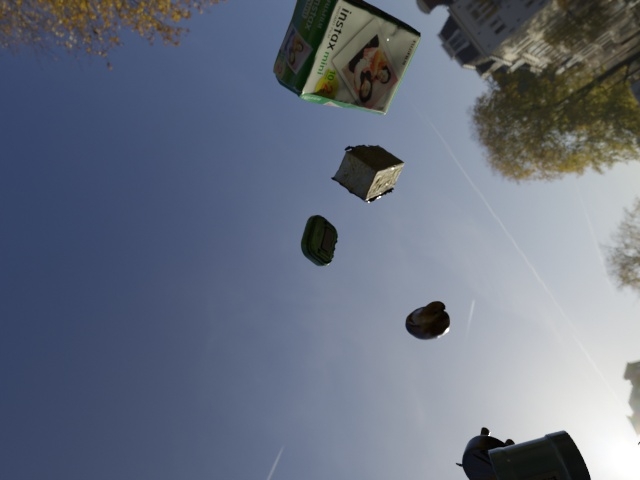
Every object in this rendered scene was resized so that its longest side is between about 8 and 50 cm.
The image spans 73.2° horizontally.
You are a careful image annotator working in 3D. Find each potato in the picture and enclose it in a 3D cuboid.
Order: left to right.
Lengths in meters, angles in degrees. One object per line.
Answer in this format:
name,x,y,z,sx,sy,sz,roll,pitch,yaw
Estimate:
potato,0.083,-0.117,0.716,0.086,0.061,0.122,40,-145,19

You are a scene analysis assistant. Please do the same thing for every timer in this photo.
timer,0.000,0.000,1.277,0.128,0.047,0.140,40,-125,-41

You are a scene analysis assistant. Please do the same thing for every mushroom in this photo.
mushroom,0.280,0.212,1.135,0.127,0.127,0.087,-32,-77,-50

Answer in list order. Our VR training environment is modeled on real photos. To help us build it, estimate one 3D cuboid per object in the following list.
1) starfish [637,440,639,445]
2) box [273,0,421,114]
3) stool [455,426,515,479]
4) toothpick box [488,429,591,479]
starfish,0.748,0.434,0.971,0.092,0.086,0.016,-24,-135,-20
box,0.050,-0.338,0.783,0.250,0.180,0.103,-5,-141,-43
stool,0.447,0.544,1.059,0.121,0.217,0.125,-20,-86,-51
toothpick box,0.419,0.439,0.833,0.101,0.153,0.101,-20,-90,-82
